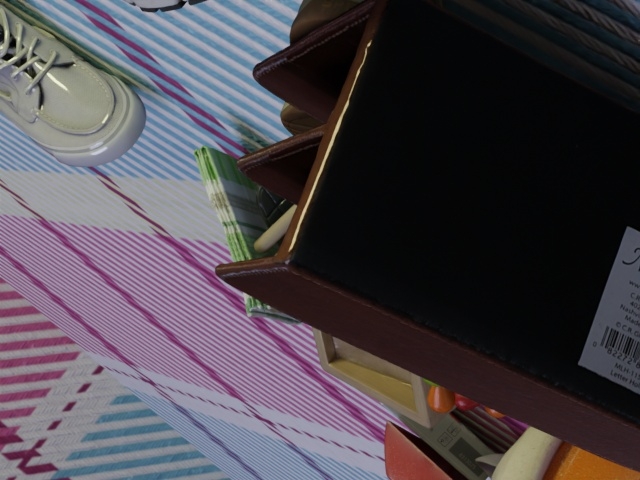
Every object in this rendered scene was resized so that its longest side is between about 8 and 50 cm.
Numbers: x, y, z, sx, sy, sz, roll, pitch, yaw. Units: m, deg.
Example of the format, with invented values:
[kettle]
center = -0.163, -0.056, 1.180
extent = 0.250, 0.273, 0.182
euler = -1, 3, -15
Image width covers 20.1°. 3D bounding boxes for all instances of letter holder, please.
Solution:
[letter holder]
center = 0.097, 0.013, 0.990
extent = 0.302, 0.152, 0.214
euler = 25, 166, -19

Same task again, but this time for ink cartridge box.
[ink cartridge box]
center = 0.104, 0.174, 1.879
extent = 0.145, 0.045, 0.179
euler = 42, -177, -17

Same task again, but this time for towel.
[towel]
center = -0.059, -0.002, 1.522
extent = 0.152, 0.023, 0.113
euler = 69, -166, 14

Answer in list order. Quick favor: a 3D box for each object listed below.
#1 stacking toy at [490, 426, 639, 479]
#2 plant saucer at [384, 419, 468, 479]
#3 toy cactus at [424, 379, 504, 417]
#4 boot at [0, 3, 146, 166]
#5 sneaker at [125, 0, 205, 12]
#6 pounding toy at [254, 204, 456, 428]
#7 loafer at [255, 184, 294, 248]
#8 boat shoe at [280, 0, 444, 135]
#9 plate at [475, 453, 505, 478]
[stacking toy]
center = 0.360, 0.312, 1.298
extent = 0.480, 0.350, 0.350
euler = 6, 151, 26
[plant saucer]
center = 0.177, 0.298, 1.814
extent = 0.258, 0.047, 0.259
euler = 41, -178, 24
[toy cactus]
center = 0.148, 0.056, 1.305
extent = 0.180, 0.112, 0.219
euler = 5, 133, 24
[boot]
center = -0.272, -0.153, 1.633
extent = 0.258, 0.095, 0.123
euler = 25, 167, 43
[sneaker]
center = -0.050, -0.214, 0.948
extent = 0.330, 0.130, 0.147
euler = 3, 128, 60
[pounding toy]
center = 0.039, 0.016, 1.443
extent = 0.181, 0.094, 0.206
euler = 26, 141, 41
[loafer]
center = 0.000, 0.000, 1.533
extent = 0.170, 0.062, 0.061
euler = 49, 180, -28
[boat shoe]
center = 0.036, -0.111, 1.100
extent = 0.105, 0.089, 0.285
euler = 18, 167, 2
[plate]
center = 0.313, 0.301, 1.723
extent = 0.278, 0.045, 0.277
euler = 46, 162, -25
